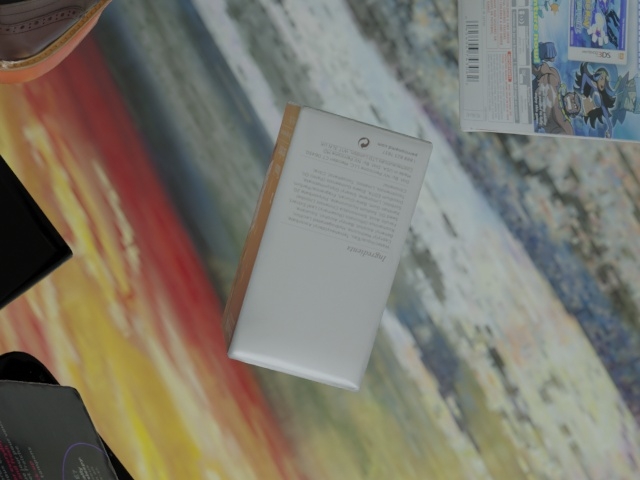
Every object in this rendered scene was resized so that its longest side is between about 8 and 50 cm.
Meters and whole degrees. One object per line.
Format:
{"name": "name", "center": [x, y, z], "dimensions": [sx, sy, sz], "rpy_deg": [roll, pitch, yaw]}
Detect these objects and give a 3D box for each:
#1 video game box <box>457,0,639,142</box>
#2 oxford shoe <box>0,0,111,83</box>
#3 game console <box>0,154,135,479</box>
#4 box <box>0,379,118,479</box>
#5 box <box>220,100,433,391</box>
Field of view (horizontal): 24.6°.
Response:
{"name": "video game box", "center": [0.141, -0.159, 0.812], "dimensions": [0.187, 0.048, 0.205], "rpy_deg": [-164, 71, -64]}
{"name": "oxford shoe", "center": [-0.132, -0.219, 0.945], "dimensions": [0.097, 0.271, 0.098], "rpy_deg": [34, 161, 1]}
{"name": "game console", "center": [-0.237, 0.109, 1.088], "dimensions": [0.361, 0.213, 0.044], "rpy_deg": [54, 155, -7]}
{"name": "box", "center": [-0.231, 0.182, 0.867], "dimensions": [0.165, 0.143, 0.270], "rpy_deg": [62, -168, 16]}
{"name": "box", "center": [0.000, 0.000, 0.993], "dimensions": [0.091, 0.170, 0.130], "rpy_deg": [16, -176, -8]}
